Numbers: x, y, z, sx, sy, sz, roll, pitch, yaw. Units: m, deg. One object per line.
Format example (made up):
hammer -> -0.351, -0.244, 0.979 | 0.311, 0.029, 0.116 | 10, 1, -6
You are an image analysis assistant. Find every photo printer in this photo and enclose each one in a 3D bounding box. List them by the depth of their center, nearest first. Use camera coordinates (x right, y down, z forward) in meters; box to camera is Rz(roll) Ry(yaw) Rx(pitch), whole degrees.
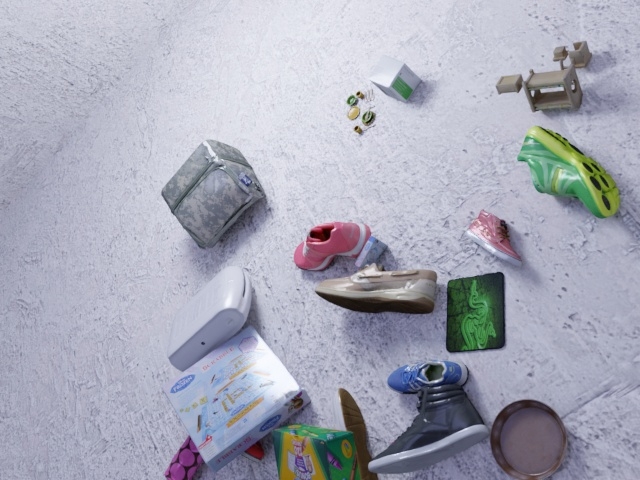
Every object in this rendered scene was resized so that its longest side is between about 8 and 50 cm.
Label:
photo printer -> -0.332, 0.229, 2.114 | 0.307, 0.107, 0.256 | -42, 24, 18

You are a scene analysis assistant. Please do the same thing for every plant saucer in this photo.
plant saucer -> 0.438, 0.419, 1.433 | 0.169, 0.029, 0.168 | -20, 56, 34

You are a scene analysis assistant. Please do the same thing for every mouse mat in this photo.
mouse mat -> 0.368, 0.171, 1.633 | 0.153, 0.007, 0.189 | -13, 62, 37

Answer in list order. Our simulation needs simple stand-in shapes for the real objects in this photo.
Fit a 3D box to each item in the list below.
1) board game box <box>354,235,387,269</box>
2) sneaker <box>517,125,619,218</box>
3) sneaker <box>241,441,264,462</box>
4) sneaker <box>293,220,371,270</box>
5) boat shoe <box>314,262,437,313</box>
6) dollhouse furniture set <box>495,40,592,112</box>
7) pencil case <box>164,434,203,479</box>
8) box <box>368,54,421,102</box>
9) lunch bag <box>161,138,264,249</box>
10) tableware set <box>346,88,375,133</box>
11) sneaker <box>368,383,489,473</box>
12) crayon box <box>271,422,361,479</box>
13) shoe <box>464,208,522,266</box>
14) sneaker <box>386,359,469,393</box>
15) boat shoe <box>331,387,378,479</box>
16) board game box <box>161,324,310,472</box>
board game box -> 0.137, 0.038, 1.844 | 0.020, 0.090, 0.090 | 29, 90, 29
sneaker -> 0.563, -0.142, 1.562 | 0.295, 0.110, 0.123 | 59, 134, 40
sneaker -> -0.223, 0.499, 1.937 | 0.118, 0.107, 0.279 | -43, 49, 5
sneaker -> 0.000, -0.001, 1.932 | 0.314, 0.136, 0.115 | -22, 55, 49
boat shoe -> 0.145, 0.122, 1.787 | 0.341, 0.122, 0.110 | 1, 66, 31
dollhouse furniture set -> 0.563, -0.401, 1.704 | 0.182, 0.101, 0.161 | 5, 49, 44
pencil case -> -0.370, 0.630, 2.013 | 0.098, 0.095, 0.209 | 36, 98, 29
box -> 0.219, -0.475, 2.016 | 0.102, 0.101, 0.087 | 35, 94, 44
lunch bag -> -0.350, -0.152, 2.305 | 0.305, 0.213, 0.256 | -44, 63, 18
tableware set -> 0.120, -0.401, 2.124 | 0.104, 0.024, 0.154 | -21, 57, 34
sneaker -> 0.230, 0.429, 1.568 | 0.296, 0.105, 0.146 | -30, 50, 20
crayon box -> -0.012, 0.539, 1.642 | 0.278, 0.081, 0.165 | -18, 81, 58
shoe -> 0.424, -0.009, 1.629 | 0.081, 0.064, 0.178 | -59, 40, 9
sneaker -> 0.241, 0.316, 1.622 | 0.211, 0.081, 0.080 | -21, 59, 35
boat shoe -> 0.059, 0.503, 1.681 | 0.096, 0.098, 0.277 | -31, 53, 26
board game box -> -0.242, 0.430, 1.912 | 0.319, 0.065, 0.318 | -34, 43, -13
